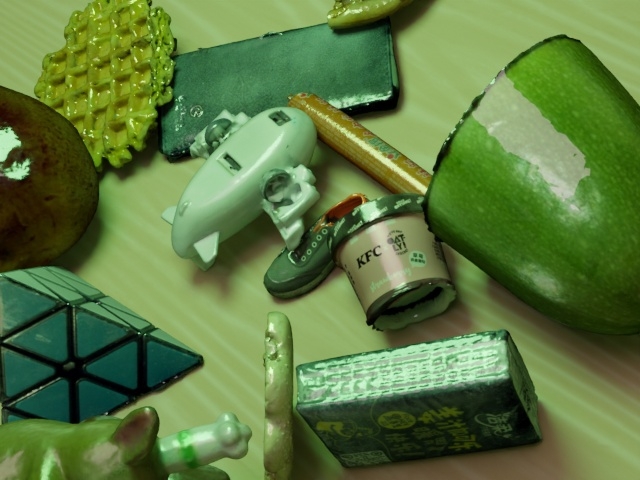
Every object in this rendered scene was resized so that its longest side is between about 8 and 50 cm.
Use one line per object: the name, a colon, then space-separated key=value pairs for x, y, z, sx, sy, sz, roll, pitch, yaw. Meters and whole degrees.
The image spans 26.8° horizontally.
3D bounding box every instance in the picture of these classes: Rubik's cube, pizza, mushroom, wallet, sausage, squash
Rubik's cube: x=-0.345 y=0.142 z=1.844 sx=0.228 sy=0.229 sz=0.233 roll=-29 pitch=89 yaw=48
pizza: x=0.102 y=-0.394 z=2.017 sx=0.246 sy=0.058 sz=0.127 roll=-32 pitch=43 yaw=-15
mushroom: x=-0.509 y=-0.069 z=1.971 sx=0.346 sy=0.259 sz=0.345 roll=4 pitch=67 yaw=-10
wallet: x=-0.068 y=-0.239 z=2.023 sx=0.379 sy=0.046 sz=0.190 roll=-12 pitch=59 yaw=14
sausage: x=0.078 y=-0.113 z=1.863 sx=0.348 sy=0.053 sz=0.053 roll=38 pitch=79 yaw=26
squash: x=0.333 y=-0.040 z=1.601 sx=0.310 sy=0.310 sz=0.309 roll=-46 pitch=60 yaw=-9

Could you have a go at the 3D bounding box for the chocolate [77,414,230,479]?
chocolate: x=-0.255 y=0.313 z=1.738 sx=0.254 sy=0.080 sz=0.157 roll=21 pitch=69 yaw=30

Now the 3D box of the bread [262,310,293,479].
bread: x=-0.051 y=0.210 z=1.629 sx=0.039 sy=0.250 sz=0.181 roll=-1 pitch=53 yaw=-3

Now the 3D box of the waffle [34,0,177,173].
waffle: x=-0.334 y=-0.256 z=2.099 sx=0.307 sy=0.060 sz=0.311 roll=22 pitch=83 yaw=39

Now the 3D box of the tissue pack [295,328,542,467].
tissue pack: x=0.119 y=0.196 z=1.599 sx=0.257 sy=0.185 sz=0.081 roll=-11 pitch=57 yaw=15

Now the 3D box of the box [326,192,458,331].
box: x=0.098 y=0.035 z=1.737 sx=0.151 sy=0.151 sz=0.135 roll=-22 pitch=64 yaw=7

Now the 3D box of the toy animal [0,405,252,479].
toy animal: x=-0.272 y=0.297 z=1.604 sx=0.363 sy=0.181 sz=0.180 roll=-9 pitch=71 yaw=23

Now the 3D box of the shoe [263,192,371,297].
shoe: x=-0.001 y=0.001 z=1.832 sx=0.194 sy=0.077 sz=0.074 roll=-33 pitch=55 yaw=-1

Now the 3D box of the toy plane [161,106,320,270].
toy plane: x=-0.107 y=-0.076 z=1.871 sx=0.267 sy=0.122 sz=0.266 roll=-14 pitch=58 yaw=24
